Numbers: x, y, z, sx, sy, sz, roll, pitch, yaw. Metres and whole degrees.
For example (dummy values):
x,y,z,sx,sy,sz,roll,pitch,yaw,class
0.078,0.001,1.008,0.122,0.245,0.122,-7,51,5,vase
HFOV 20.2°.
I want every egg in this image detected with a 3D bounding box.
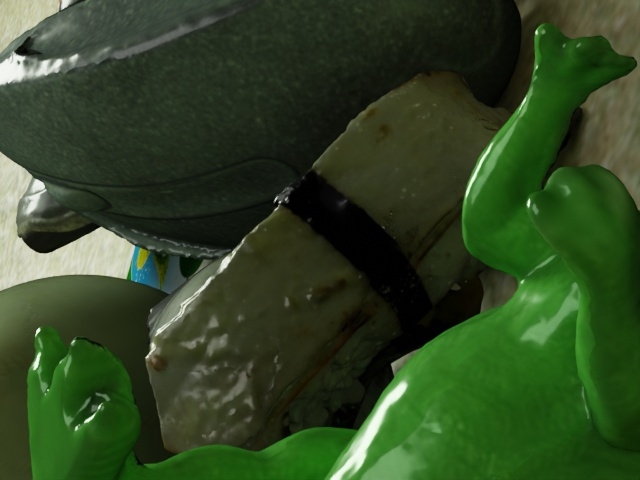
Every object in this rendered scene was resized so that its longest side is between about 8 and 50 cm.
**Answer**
x,y,z,sx,sy,sz,roll,pitch,yaw,class
-0.148,0.127,1.101,0.295,0.218,0.218,38,-115,-70,egg

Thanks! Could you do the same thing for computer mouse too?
x,y,z,sx,sy,sz,roll,pitch,yaw,class
-0.059,-0.073,1.052,0.374,0.203,0.114,-19,52,34,computer mouse

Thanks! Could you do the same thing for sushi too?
x,y,z,sx,sy,sz,roll,pitch,yaw,class
0.017,0.007,0.910,0.273,0.109,0.134,-37,68,9,sushi

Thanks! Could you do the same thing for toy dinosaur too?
x,y,z,sx,sy,sz,roll,pitch,yaw,class
0.071,0.148,0.649,0.144,0.374,0.500,-124,31,-48,toy dinosaur

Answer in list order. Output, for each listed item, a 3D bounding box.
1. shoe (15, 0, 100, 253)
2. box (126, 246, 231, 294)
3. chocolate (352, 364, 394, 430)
x,y,z,sx,sy,sz,roll,pitch,yaw,class
-0.139,-0.153,1.282,0.336,0.171,0.132,-55,18,-26,shoe
-0.066,-0.001,1.258,0.194,0.073,0.139,-12,61,64,box
-0.021,0.149,1.012,0.110,0.110,0.248,4,77,67,chocolate
